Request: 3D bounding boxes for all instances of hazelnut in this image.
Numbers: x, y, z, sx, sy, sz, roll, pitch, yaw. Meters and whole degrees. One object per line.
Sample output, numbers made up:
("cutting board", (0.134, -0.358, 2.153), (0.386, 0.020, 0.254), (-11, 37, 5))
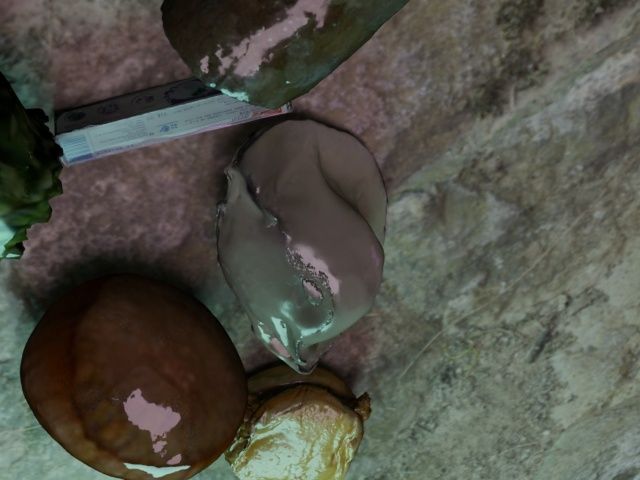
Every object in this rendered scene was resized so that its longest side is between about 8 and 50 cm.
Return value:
("hazelnut", (-0.170, 0.131, 1.064), (0.214, 0.176, 0.214), (19, 140, 17))

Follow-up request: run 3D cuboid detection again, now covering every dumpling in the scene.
("dumpling", (0.000, 0.000, 1.046), (0.172, 0.142, 0.247), (-35, 130, -32))

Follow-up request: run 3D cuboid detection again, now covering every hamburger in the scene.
("hamburger", (-0.026, 0.193, 1.203), (0.147, 0.083, 0.138), (5, 130, -16))

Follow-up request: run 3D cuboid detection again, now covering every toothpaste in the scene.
("toothpaste", (-0.122, -0.105, 0.964), (0.196, 0.047, 0.040), (-15, 126, -3))

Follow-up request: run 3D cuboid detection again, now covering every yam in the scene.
("yam", (0.036, -0.237, 0.858), (0.330, 0.133, 0.133), (-41, 126, 12))

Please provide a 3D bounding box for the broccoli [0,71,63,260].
("broccoli", (-0.346, 0.000, 0.855), (0.277, 0.317, 0.339), (16, 90, -27))
